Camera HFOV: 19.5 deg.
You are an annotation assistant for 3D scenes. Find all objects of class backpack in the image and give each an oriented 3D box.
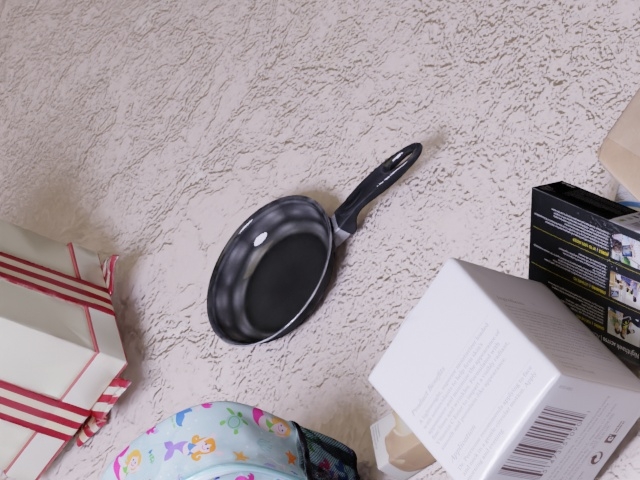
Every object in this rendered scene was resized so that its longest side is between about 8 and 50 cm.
[{"bbox_3d":[-0.091,0.282,1.897,0.225,0.253,0.191,-38,42,23],"label":"backpack"}]

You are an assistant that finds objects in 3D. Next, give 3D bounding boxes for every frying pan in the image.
[{"bbox_3d":[-0.015,-0.011,2.184,0.326,0.053,0.197,-51,38,5],"label":"frying pan"}]

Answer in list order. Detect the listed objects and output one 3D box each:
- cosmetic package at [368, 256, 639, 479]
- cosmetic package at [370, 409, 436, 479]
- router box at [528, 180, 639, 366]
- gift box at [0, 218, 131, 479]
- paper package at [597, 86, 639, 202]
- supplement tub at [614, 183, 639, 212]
[{"bbox_3d":[0.176,0.137,1.749,0.151,0.151,0.184,-56,47,18],"label":"cosmetic package"},{"bbox_3d":[0.109,0.192,1.913,0.115,0.041,0.060,-37,42,24],"label":"cosmetic package"},{"bbox_3d":[0.271,0.030,1.793,0.179,0.046,0.133,29,124,52],"label":"router box"},{"bbox_3d":[-0.380,0.123,2.316,0.276,0.258,0.255,-47,38,26],"label":"gift box"},{"bbox_3d":[0.428,0.007,1.476,0.168,0.309,0.325,-51,37,12],"label":"paper package"},{"bbox_3d":[0.329,-0.056,1.823,0.071,0.071,0.107,1,64,48],"label":"supplement tub"}]
